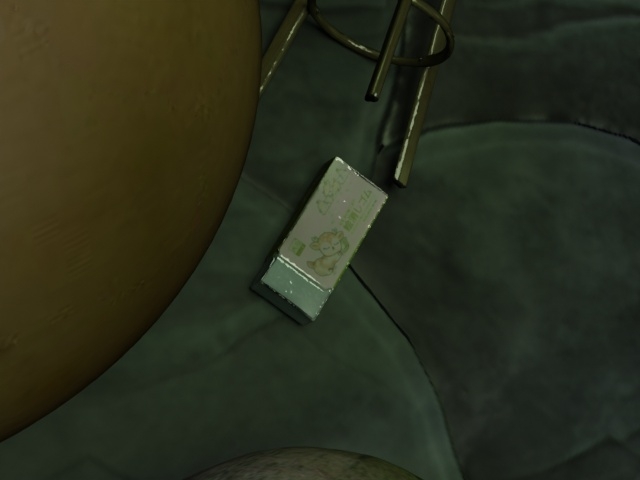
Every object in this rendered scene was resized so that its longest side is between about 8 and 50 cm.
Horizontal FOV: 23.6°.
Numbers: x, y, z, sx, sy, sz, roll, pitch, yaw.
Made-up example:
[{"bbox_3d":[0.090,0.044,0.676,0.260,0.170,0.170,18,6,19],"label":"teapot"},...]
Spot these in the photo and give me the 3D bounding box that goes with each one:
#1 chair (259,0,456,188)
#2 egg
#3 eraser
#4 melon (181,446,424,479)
[{"bbox_3d":[0.047,-0.147,0.812,0.095,0.104,0.222,32,70,-42],"label":"chair"},{"bbox_3d":[-0.203,-0.053,0.557,0.373,0.301,0.301,-19,86,-20],"label":"egg"},{"bbox_3d":[0.000,0.000,0.791,0.038,0.019,0.083,38,66,-14],"label":"eraser"},{"bbox_3d":[-0.033,0.238,0.595,0.248,0.248,0.329,35,62,-13],"label":"melon"}]
